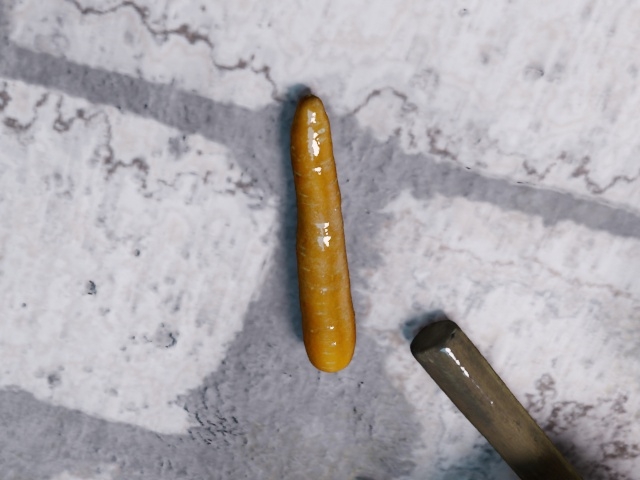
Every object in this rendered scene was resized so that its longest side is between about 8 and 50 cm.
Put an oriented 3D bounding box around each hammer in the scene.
[{"bbox_3d":[0.220,0.223,1.436,0.168,0.044,0.440,-20,121,38],"label":"hammer"}]

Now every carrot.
[{"bbox_3d":[0.000,0.000,1.305,0.043,0.043,0.248,-2,124,5],"label":"carrot"}]
